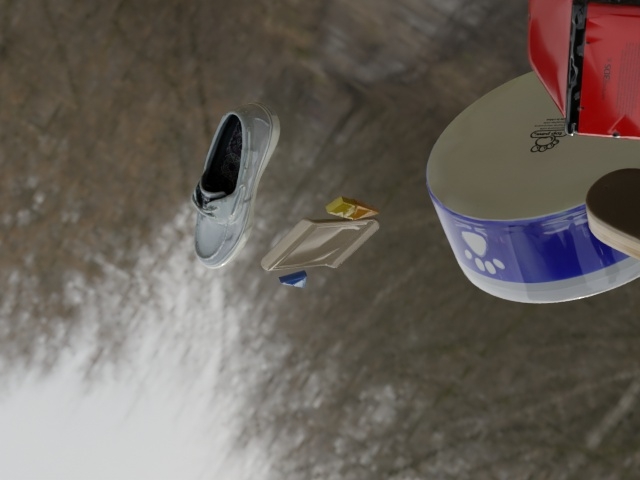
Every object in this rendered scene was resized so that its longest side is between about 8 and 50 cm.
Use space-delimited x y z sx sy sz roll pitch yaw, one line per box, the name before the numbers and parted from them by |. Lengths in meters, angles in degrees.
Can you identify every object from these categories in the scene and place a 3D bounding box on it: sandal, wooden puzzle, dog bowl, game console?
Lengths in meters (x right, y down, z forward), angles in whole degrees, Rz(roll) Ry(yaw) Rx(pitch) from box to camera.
sandal | 0.275 0.034 0.917 0.240 0.088 0.079 35 155 41
wooden puzzle | 0.000 0.000 1.064 0.078 0.116 0.014 6 -126 -45
dog bowl | 0.242 -0.064 1.397 0.265 0.265 0.104 37 159 55
game console | 0.218 -0.155 1.088 0.124 0.085 0.144 6 144 11

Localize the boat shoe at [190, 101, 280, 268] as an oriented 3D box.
boat shoe | -0.123 -0.067 1.756 0.079 0.227 0.081 33 -155 30
